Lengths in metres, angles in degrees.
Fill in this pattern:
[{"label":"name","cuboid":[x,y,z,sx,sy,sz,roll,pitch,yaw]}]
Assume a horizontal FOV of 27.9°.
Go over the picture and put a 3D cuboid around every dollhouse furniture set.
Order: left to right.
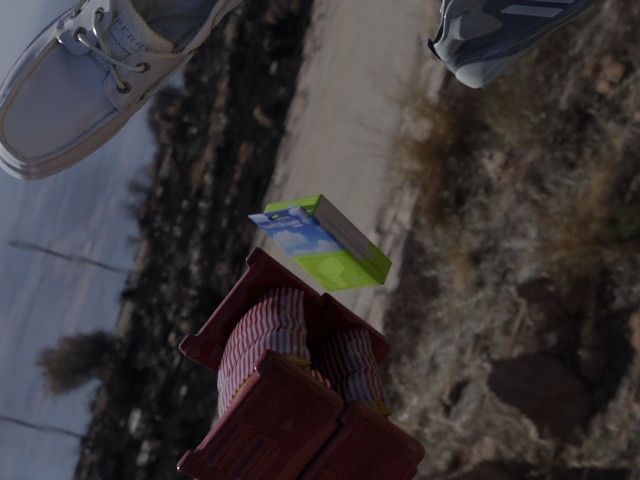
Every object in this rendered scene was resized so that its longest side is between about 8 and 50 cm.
[{"label":"dollhouse furniture set","cuboid":[-0.092,0.221,1.043,0.374,0.152,0.201,-53,18,13]}]

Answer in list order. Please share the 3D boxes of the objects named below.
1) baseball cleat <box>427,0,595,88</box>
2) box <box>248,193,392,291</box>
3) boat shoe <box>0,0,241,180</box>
[{"label":"baseball cleat","cuboid":[0.185,-0.226,1.152,0.206,0.109,0.072,-43,25,15]},{"label":"box","cuboid":[0.000,0.000,1.726,0.109,0.178,0.042,-9,47,44]},{"label":"boat shoe","cuboid":[-0.149,-0.159,0.989,0.277,0.098,0.096,-47,11,-10]}]
